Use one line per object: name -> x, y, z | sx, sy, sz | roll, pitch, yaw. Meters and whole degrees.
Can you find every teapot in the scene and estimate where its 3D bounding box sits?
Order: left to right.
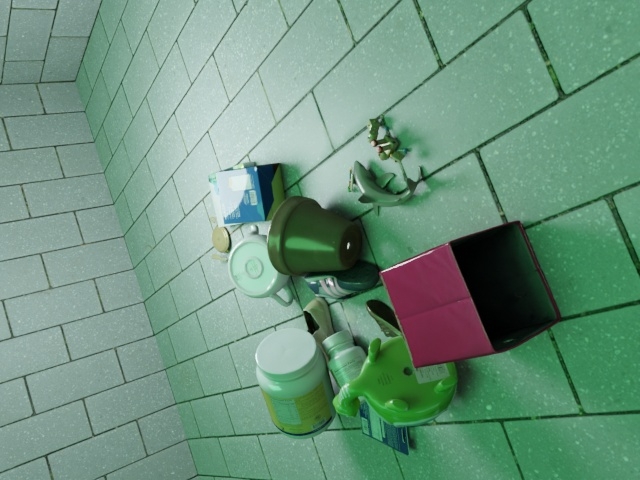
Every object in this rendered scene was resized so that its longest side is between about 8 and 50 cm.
teapot -> -0.205, 0.095, 2.163 | 0.253, 0.187, 0.255 | 17, 100, 21

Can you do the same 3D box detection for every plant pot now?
plant pot -> 0.000, 0.000, 1.823 | 0.230, 0.263, 0.262 | 10, 111, 32

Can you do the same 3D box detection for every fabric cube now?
fabric cube -> 0.343, 0.130, 1.357 | 0.258, 0.254, 0.258 | -31, 76, 53

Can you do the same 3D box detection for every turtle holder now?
turtle holder -> 0.219, 0.414, 1.585 | 0.243, 0.320, 0.227 | 40, 157, 32

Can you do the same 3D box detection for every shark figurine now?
shark figurine -> 0.169, -0.129, 1.630 | 0.278, 0.116, 0.166 | 18, 117, 52

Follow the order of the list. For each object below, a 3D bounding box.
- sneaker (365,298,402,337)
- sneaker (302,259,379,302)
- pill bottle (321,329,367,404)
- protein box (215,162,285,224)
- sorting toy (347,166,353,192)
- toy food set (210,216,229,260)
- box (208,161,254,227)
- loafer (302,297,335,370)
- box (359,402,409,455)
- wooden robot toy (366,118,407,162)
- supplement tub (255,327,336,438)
sneaker -> 0.198, 0.256, 1.760 | 0.188, 0.066, 0.071 | 41, 133, 39
sneaker -> 0.084, 0.142, 1.870 | 0.319, 0.112, 0.131 | 1, 127, 51
pill bottle -> 0.099, 0.417, 1.894 | 0.229, 0.131, 0.131 | 61, 142, 20
protein box -> -0.252, -0.170, 2.116 | 0.201, 0.136, 0.199 | -3, 100, 35
sorting toy -> 0.091, -0.177, 1.773 | 0.062, 0.012, 0.083 | -93, 4, -58
toy food set -> -0.439, -0.008, 2.569 | 0.133, 0.039, 0.191 | 8, 103, 45
box -> -0.347, -0.180, 2.357 | 0.322, 0.059, 0.232 | -7, 96, 53
loafer -> -0.002, 0.339, 2.038 | 0.102, 0.092, 0.268 | -22, 84, 54
box -> 0.213, 0.598, 1.883 | 0.225, 0.037, 0.136 | 7, 108, 54
wooden robot toy -> 0.171, -0.258, 1.620 | 0.173, 0.076, 0.079 | 55, 151, 27
supplement tub -> -0.083, 0.487, 1.973 | 0.241, 0.241, 0.331 | 31, 143, 45
